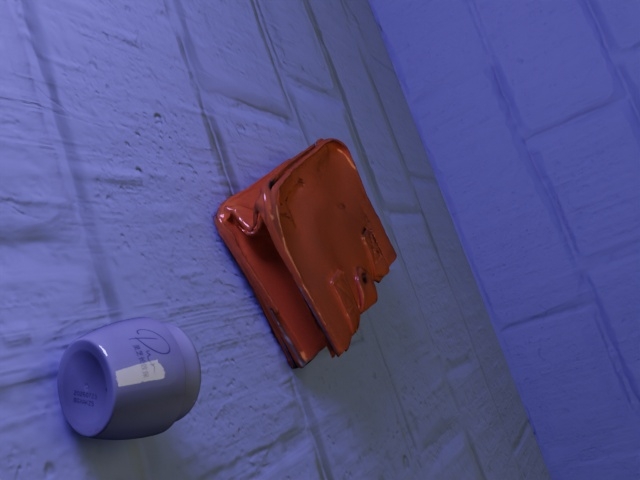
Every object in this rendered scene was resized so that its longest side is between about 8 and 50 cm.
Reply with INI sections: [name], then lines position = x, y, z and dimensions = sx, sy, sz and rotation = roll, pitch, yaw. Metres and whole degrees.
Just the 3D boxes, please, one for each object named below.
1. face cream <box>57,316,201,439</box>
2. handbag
[face cream]
position = -0.184, 0.134, 0.598
dimensions = 0.104, 0.117, 0.117
rotation = 2, 67, -55
[handbag]
position = 0.000, 0.000, 1.073
dimensions = 0.303, 0.116, 0.410
rotation = 61, 26, -11
